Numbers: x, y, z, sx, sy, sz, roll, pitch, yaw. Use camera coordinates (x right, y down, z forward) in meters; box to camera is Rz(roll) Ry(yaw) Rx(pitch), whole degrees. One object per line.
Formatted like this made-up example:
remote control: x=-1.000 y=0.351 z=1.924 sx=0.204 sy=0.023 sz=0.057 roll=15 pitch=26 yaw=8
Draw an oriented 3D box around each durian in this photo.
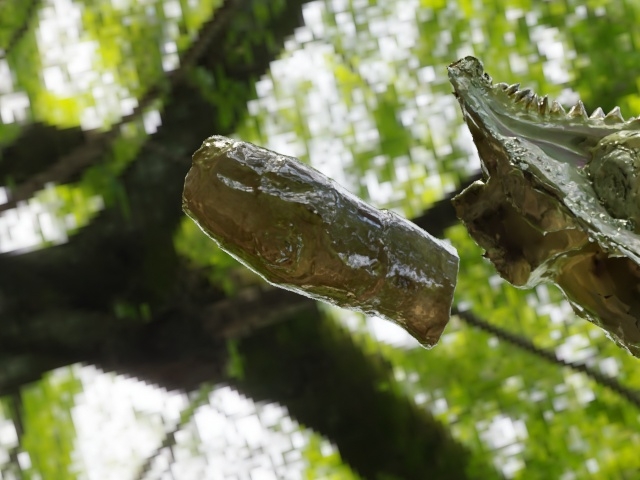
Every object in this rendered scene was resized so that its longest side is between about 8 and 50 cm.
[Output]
durian: x=0.195 y=-0.016 z=1.422 sx=0.306 sy=0.166 sz=0.172 roll=48 pitch=-57 yaw=35

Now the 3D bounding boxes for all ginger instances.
ginger: x=0.000 y=0.000 z=1.726 sx=0.109 sy=0.263 sz=0.116 roll=-66 pitch=-169 yaw=-18
